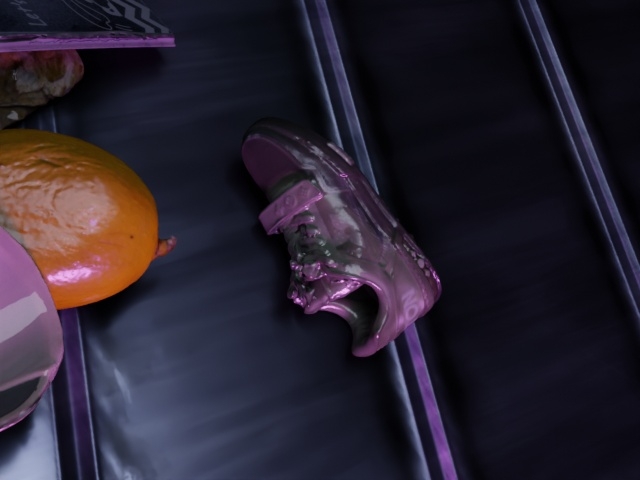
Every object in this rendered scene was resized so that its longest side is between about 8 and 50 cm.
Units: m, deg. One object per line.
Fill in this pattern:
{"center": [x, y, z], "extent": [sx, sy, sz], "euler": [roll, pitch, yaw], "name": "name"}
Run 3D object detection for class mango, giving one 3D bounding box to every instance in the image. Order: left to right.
{"center": [-0.293, -0.021, 0.818], "extent": [0.317, 0.119, 0.176], "euler": [3, 82, -21], "name": "mango"}

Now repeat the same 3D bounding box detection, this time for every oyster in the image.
{"center": [-0.384, -0.138, 0.864], "extent": [0.166, 0.094, 0.294], "euler": [39, 61, -11], "name": "oyster"}

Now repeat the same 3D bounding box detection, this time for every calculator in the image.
{"center": [-0.294, -0.257, 0.932], "extent": [0.166, 0.028, 0.274], "euler": [46, 34, 21], "name": "calculator"}

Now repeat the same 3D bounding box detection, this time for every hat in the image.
{"center": [-0.353, 0.083, 0.730], "extent": [0.226, 0.164, 0.219], "euler": [-29, 96, -41], "name": "hat"}

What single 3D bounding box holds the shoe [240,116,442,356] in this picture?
{"center": [-0.002, 0.002, 0.943], "extent": [0.293, 0.109, 0.149], "euler": [45, 50, -3], "name": "shoe"}
